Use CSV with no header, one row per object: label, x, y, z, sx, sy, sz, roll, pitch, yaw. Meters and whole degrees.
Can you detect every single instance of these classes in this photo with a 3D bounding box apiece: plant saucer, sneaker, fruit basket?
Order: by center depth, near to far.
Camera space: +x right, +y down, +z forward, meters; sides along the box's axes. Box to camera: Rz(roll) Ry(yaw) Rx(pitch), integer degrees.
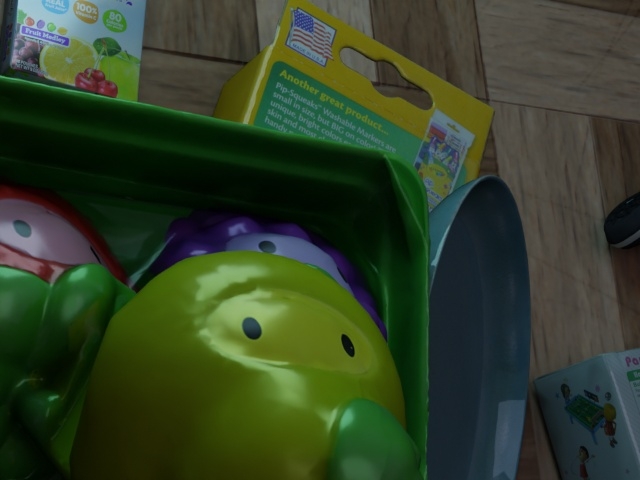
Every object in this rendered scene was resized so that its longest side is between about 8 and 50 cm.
fruit basket,-0.075,0.057,0.912,0.392,0.392,0.282,8,76,-29
plant saucer,0.092,0.111,1.190,0.317,0.044,0.317,4,90,-70
sneaker,0.351,-0.023,1.479,0.235,0.084,0.097,-23,85,-36

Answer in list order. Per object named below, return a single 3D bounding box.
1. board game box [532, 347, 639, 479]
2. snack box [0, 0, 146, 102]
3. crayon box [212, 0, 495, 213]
board game box,0.323,0.229,1.355,0.224,0.097,0.303,-7,76,-34
snack box,-0.182,-0.169,1.242,0.100,0.037,0.141,15,64,-27
crayon box,0.000,0.000,1.257,0.203,0.083,0.323,28,60,-20
